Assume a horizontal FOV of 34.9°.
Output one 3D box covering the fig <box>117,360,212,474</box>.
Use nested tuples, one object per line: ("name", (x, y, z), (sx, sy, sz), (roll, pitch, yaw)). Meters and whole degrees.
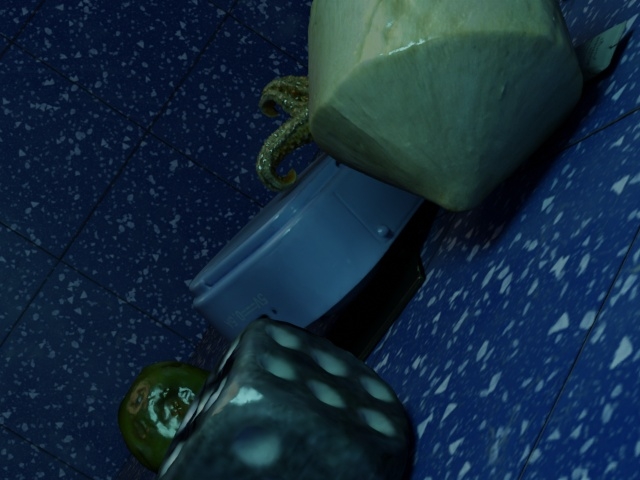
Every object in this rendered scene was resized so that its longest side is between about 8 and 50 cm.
("fig", (-0.243, 0.325, 1.785), (0.206, 0.206, 0.275), (-60, -11, -22))

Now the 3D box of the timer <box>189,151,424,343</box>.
("timer", (-0.014, 0.015, 1.434), (0.395, 0.173, 0.395), (-44, 7, 6))

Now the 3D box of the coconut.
("coconut", (0.128, -0.175, 1.071), (0.329, 0.329, 0.329), (-55, 8, 12))

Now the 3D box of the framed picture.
("framed picture", (0.036, 0.137, 1.377), (0.324, 0.013, 0.244), (-54, 9, 14))

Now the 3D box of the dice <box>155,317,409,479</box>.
("dice", (-0.034, 0.195, 0.942), (0.183, 0.182, 0.181), (-56, 9, 18))

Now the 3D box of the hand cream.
("hand cream", (0.273, -0.183, 1.136), (0.067, 0.042, 0.194), (-58, 13, -21))

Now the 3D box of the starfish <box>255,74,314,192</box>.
("starfish", (0.030, -0.203, 1.368), (0.312, 0.113, 0.303), (-22, 22, 45))
